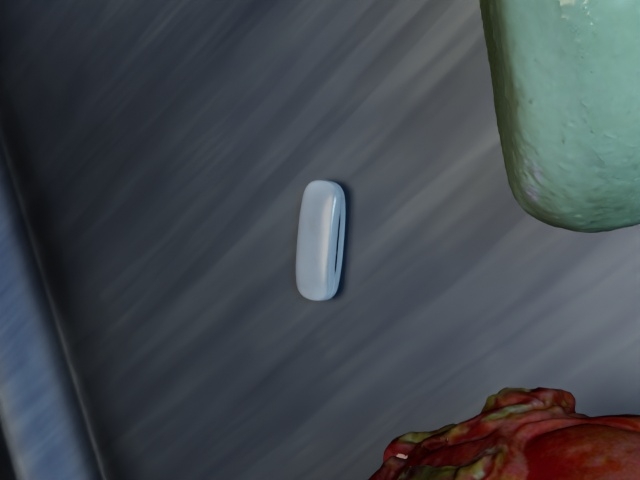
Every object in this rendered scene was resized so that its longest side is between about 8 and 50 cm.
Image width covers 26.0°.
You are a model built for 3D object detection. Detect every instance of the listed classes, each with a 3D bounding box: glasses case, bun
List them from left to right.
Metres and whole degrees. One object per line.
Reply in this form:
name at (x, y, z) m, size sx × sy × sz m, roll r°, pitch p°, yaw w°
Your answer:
glasses case at (0.000, 0.000, 0.955) m, size 0.032 × 0.021 × 0.083 m, roll 8°, pitch 97°, yaw 42°
bun at (0.163, -0.144, 0.686) m, size 0.179 × 0.283 × 0.283 m, roll -9°, pitch 85°, yaw 7°

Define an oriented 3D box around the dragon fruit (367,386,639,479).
dragon fruit at (0.151, 0.215, 0.669) m, size 0.342 × 0.277 × 0.277 m, roll 28°, pitch 109°, yaw 31°
